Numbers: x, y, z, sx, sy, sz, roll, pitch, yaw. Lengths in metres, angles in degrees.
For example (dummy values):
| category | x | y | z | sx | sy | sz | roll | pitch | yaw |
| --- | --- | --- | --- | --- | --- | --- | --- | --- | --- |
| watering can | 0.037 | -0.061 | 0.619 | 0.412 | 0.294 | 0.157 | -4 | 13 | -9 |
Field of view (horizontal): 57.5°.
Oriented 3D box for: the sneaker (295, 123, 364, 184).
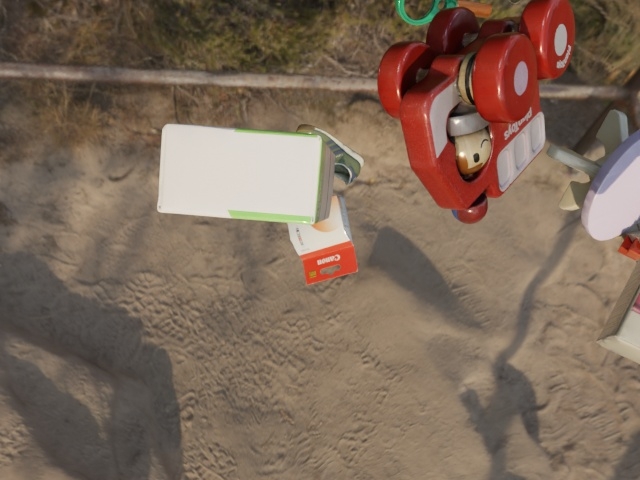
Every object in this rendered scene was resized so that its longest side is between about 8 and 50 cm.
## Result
| category | x | y | z | sx | sy | sz | roll | pitch | yaw |
| --- | --- | --- | --- | --- | --- | --- | --- | --- | --- |
| sneaker | 0.016 | -0.208 | 1.445 | 0.192 | 0.064 | 0.086 | 30 | 60 | -11 |

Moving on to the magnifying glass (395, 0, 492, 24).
| category | x | y | z | sx | sy | sz | roll | pitch | yaw |
| --- | --- | --- | --- | --- | --- | --- | --- | --- | --- |
| magnifying glass | 0.264 | -0.500 | 1.240 | 0.231 | 0.092 | 0.026 | -1 | 32 | -21 |

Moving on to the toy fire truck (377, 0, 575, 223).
| category | x | y | z | sx | sy | sz | roll | pitch | yaw |
| --- | --- | --- | --- | --- | --- | --- | --- | --- | --- |
| toy fire truck | 0.217 | -0.162 | 0.772 | 0.169 | 0.253 | 0.302 | 11 | 42 | 41 |

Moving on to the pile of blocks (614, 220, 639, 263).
| category | x | y | z | sx | sy | sz | roll | pitch | yaw |
| --- | --- | --- | --- | --- | --- | --- | --- | --- | --- |
| pile of blocks | 0.733 | 0.052 | 1.271 | 0.113 | 0.148 | 0.362 | -6 | 21 | -3 |

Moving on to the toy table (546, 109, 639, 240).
| category | x | y | z | sx | sy | sz | roll | pitch | yaw |
| --- | --- | --- | --- | --- | --- | --- | --- | --- | --- |
| toy table | 0.656 | -0.155 | 1.321 | 0.252 | 0.274 | 0.161 | 20 | 23 | -28 |

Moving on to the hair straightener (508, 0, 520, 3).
| category | x | y | z | sx | sy | sz | roll | pitch | yaw |
| --- | --- | --- | --- | --- | --- | --- | --- | --- | --- |
| hair straightener | 0.451 | -0.580 | 1.253 | 0.047 | 0.230 | 0.089 | -4 | 80 | -25 |

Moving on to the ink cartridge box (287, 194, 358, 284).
| category | x | y | z | sx | sy | sz | roll | pitch | yaw |
| --- | --- | --- | --- | --- | --- | --- | --- | --- | --- |
| ink cartridge box | 0.000 | 0.000 | 1.350 | 0.145 | 0.045 | 0.179 | -17 | 75 | 28 |

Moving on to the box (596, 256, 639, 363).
| category | x | y | z | sx | sy | sz | roll | pitch | yaw |
| --- | --- | --- | --- | --- | --- | --- | --- | --- | --- |
| box | 0.534 | 0.077 | 0.867 | 0.127 | 0.148 | 0.232 | 27 | 86 | 20 |

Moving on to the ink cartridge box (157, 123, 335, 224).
| category | x | y | z | sx | sy | sz | roll | pitch | yaw |
| --- | --- | --- | --- | --- | --- | --- | --- | --- | --- |
| ink cartridge box | -0.087 | -0.088 | 0.834 | 0.199 | 0.273 | 0.114 | 5 | 94 | 5 |
